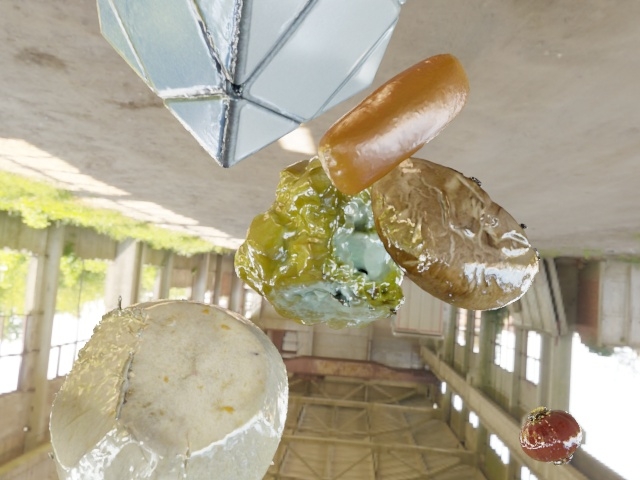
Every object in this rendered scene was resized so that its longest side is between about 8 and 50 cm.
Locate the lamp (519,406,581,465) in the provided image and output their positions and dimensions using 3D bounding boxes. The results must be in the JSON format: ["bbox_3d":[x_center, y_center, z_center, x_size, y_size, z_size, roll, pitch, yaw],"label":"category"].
[{"bbox_3d":[0.375,0.319,0.959,0.101,0.090,0.101,-27,168,-6],"label":"lamp"}]

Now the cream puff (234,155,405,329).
[{"bbox_3d":[0.000,0.005,1.053,0.274,0.270,0.323,-17,140,34],"label":"cream puff"}]

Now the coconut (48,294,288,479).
[{"bbox_3d":[-0.229,0.277,0.888,0.346,0.346,0.360,6,140,-18],"label":"coconut"}]

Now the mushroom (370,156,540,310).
[{"bbox_3d":[0.172,0.005,0.849,0.285,0.151,0.156,39,150,5],"label":"mushroom"}]

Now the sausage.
[{"bbox_3d":[0.096,-0.153,0.746,0.238,0.098,0.098,-38,-173,-14],"label":"sausage"}]

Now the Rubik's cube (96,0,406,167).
[{"bbox_3d":[-0.059,-0.228,0.510,0.207,0.205,0.205,-34,163,-29],"label":"Rubik's cube"}]
